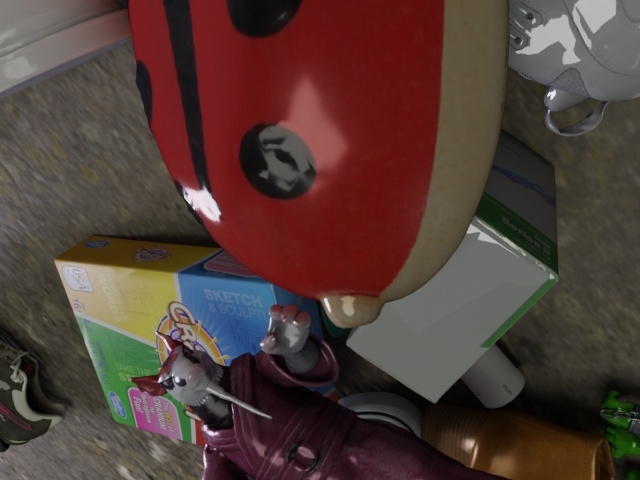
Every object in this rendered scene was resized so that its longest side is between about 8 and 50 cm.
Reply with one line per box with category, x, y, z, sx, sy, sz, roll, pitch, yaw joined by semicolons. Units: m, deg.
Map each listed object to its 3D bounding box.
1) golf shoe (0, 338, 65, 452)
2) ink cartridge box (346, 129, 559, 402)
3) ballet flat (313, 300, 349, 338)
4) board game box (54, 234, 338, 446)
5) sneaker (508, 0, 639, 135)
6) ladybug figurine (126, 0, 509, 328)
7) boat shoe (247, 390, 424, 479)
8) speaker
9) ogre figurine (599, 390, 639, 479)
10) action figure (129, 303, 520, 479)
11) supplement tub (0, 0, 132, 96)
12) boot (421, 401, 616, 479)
golf shoe;-0.455;0.162;0.959;0.120;0.105;0.273;-18;115;10
ink cartridge box;0.119;0.007;0.599;0.093;0.212;0.154;33;121;-3
ballet flat;0.000;0.000;0.732;0.068;0.072;0.213;21;125;41
board game box;-0.138;0.122;0.794;0.316;0.064;0.242;3;118;32
sneaker;0.180;-0.248;0.488;0.210;0.137;0.366;-27;108;26
ladybug figurine;-0.028;-0.161;0.487;0.305;0.162;0.449;-25;73;50
boat shoe;-0.010;0.301;0.848;0.121;0.119;0.335;46;121;-7
speaker;0.150;0.109;0.731;0.055;0.055;0.136;-37;99;31
ogre figurine;0.362;0.235;0.705;0.118;0.097;0.197;-8;99;42
action figure;0.005;0.183;0.629;0.370;0.276;0.248;34;101;10
supplement tub;-0.298;-0.275;0.611;0.191;0.191;0.272;-15;110;25
boot;0.218;0.319;0.755;0.211;0.104;0.295;8;113;42
